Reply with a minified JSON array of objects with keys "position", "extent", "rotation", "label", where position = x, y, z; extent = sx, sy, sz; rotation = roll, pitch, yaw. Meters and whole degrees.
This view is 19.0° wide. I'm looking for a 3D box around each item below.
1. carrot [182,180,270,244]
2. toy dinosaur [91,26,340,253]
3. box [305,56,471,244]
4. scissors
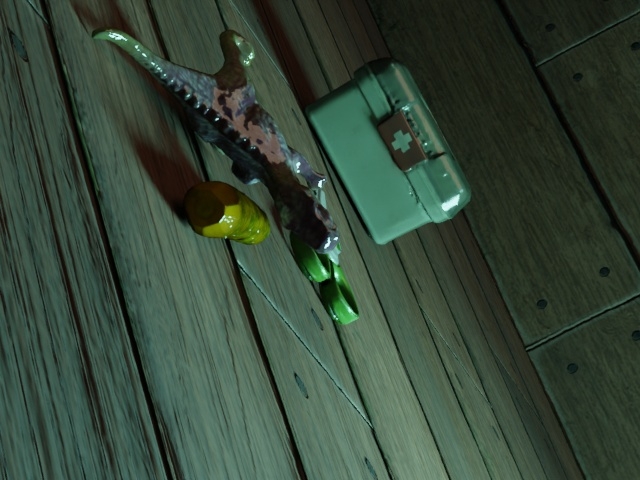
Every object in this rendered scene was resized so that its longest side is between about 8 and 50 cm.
[{"position":[-0.064,-0.017,1.391],"extent":[0.042,0.042,0.171],"rotation":[63,6,9],"label":"carrot"},{"position":[-0.076,-0.103,1.471],"extent":[0.251,0.072,0.200],"rotation":[56,7,-22],"label":"toy dinosaur"},{"position":[0.082,-0.105,2.280],"extent":[0.210,0.129,0.148],"rotation":[61,8,2],"label":"box"},{"position":[0.000,0.000,1.776],"extent":[0.101,0.027,0.204],"rotation":[60,10,-23],"label":"scissors"}]
